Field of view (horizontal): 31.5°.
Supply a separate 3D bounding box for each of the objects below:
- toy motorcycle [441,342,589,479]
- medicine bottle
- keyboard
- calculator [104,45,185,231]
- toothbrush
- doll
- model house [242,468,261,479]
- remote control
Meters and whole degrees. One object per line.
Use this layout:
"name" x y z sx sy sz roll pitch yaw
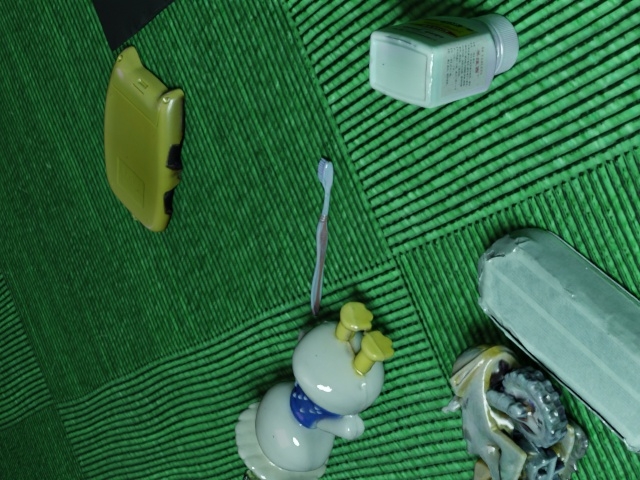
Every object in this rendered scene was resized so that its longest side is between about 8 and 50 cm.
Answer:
"toy motorcycle" 0.171 0.178 1.034 0.130 0.094 0.229 46 151 37
"medicine bottle" 0.105 -0.151 0.928 0.074 0.118 0.055 26 125 44
"keyboard" -0.222 -0.293 1.367 0.196 0.015 0.074 -21 86 53
"calculator" -0.229 -0.117 1.443 0.157 0.033 0.236 41 137 32
"toothbrush" 0.000 0.000 1.221 0.019 0.013 0.193 37 133 45
"doll" -0.008 0.179 1.242 0.138 0.119 0.293 59 138 27
"model house" -0.054 0.281 1.380 0.079 0.066 0.083 28 126 40
"remote control" 0.224 0.083 0.946 0.247 0.052 0.104 43 135 35
